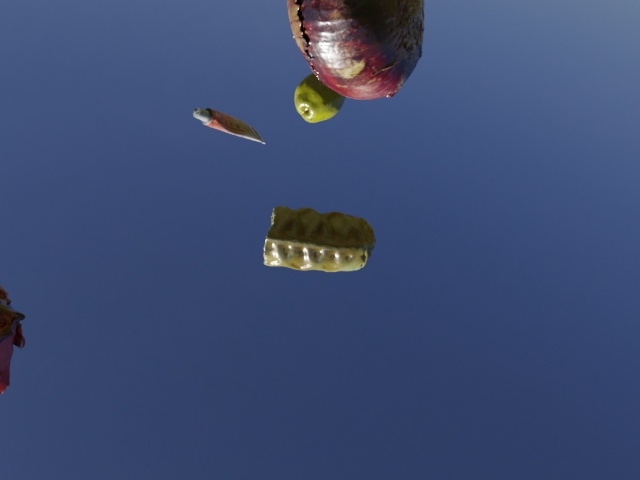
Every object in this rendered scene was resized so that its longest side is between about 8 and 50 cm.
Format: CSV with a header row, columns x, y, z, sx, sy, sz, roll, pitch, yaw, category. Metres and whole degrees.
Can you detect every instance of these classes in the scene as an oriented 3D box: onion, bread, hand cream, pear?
x,y,z,sx,sy,sz,roll,pitch,yaw,category
0.049,-0.320,1.019,0.190,0.246,0.246,-6,-156,27,onion
0.000,0.000,1.753,0.267,0.152,0.130,6,-157,-3,bread
-0.210,-0.267,1.674,0.216,0.038,0.052,10,-111,-53,hand cream
0.000,-0.321,1.597,0.107,0.107,0.131,26,-116,18,pear

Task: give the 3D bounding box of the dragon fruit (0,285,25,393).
x,y,z,sx,sy,sz,roll,pitch,yaw,category
-0.393,0.118,0.704,0.163,0.189,0.261,19,-163,-40,dragon fruit
